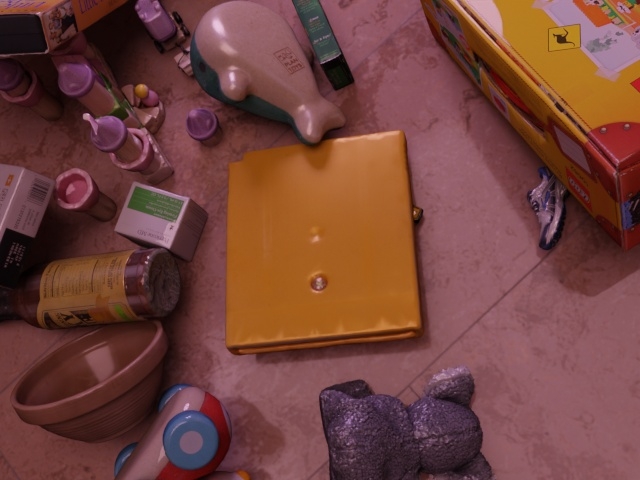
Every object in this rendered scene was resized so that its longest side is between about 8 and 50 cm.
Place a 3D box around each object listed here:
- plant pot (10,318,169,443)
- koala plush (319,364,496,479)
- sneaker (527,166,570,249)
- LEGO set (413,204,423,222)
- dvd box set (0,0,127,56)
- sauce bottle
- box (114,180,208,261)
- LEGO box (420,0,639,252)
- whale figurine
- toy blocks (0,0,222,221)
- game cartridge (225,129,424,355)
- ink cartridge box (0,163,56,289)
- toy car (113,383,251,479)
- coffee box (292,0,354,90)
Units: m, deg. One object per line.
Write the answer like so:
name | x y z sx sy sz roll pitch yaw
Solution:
plant pot | -0.319 0.217 1.235 0.237 0.237 0.110 -21 109 5
koala plush | 0.118 0.271 1.135 0.221 0.203 0.196 -7 75 -3
sneaker | 0.332 -0.049 1.241 0.058 0.052 0.135 8 70 23
LEGO set | 0.039 0.012 1.275 0.244 0.060 0.182 -7 78 9
dvd box set | -0.460 -0.381 1.318 0.307 0.420 0.062 0 121 14
sauce bottle | -0.384 0.081 1.298 0.344 0.111 0.111 -7 74 23
box | -0.247 -0.029 1.316 0.101 0.102 0.087 17 81 13
LEGO box | 0.408 -0.295 1.135 0.372 0.193 0.500 -31 54 2
whale figurine | -0.089 -0.247 1.327 0.272 0.141 0.216 46 44 4
toy blocks | -0.335 -0.238 1.304 0.309 0.260 0.288 -33 72 2
game cartridge | 0.000 0.000 1.254 0.285 0.052 0.323 -7 63 11
ink cartridge box | -0.561 -0.039 1.349 0.371 0.069 0.176 11 79 44
toy car | -0.153 0.346 1.181 0.238 0.219 0.210 37 84 -12
coffee box | -0.005 -0.341 1.345 0.040 0.113 0.184 -24 74 7
